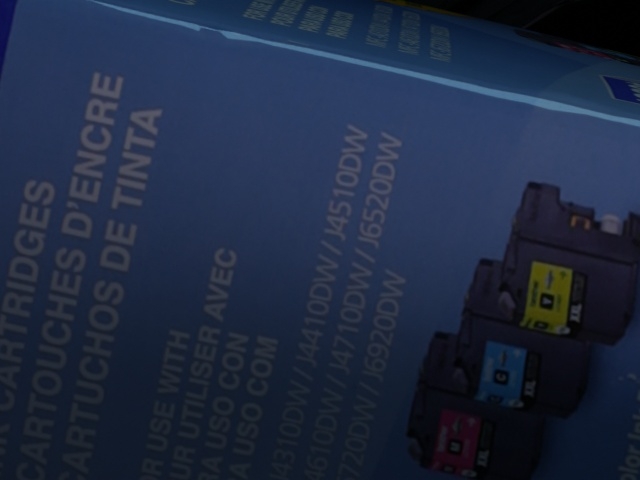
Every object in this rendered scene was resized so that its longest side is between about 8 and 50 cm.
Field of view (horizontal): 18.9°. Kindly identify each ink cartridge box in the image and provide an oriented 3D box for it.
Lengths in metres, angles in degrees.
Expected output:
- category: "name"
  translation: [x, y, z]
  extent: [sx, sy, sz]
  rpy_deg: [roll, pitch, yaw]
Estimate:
- category: "ink cartridge box"
  translation: [0.000, 0.000, 0.591]
  extent: [0.395, 0.151, 0.270]
  rpy_deg: [11, 10, 0]

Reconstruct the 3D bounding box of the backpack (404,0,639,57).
- category: "backpack"
  translation: [0.154, -0.074, 0.929]
  extent: [0.213, 0.263, 0.276]
  rpy_deg: [60, 19, -25]
